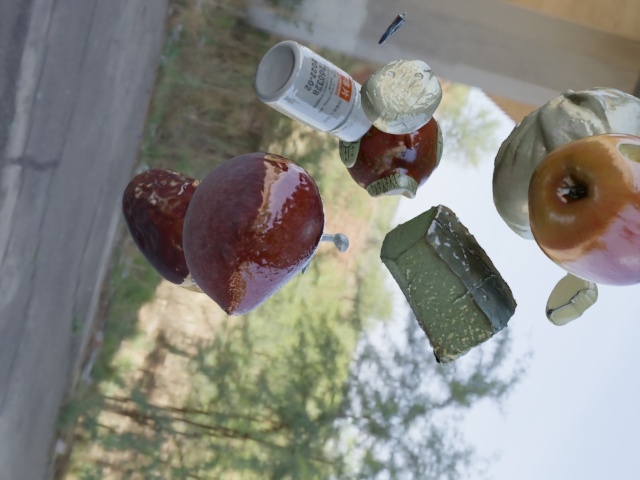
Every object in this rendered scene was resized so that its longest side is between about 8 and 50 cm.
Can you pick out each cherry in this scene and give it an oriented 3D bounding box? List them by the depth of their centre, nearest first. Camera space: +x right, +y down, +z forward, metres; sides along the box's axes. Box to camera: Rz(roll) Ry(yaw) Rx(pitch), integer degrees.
[{"bbox_3d":[-0.115,-0.016,1.521,0.206,0.239,0.239,61,14,-18],"label":"cherry"}]

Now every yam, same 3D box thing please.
[{"bbox_3d":[0.251,0.074,1.990,0.202,0.271,0.201,-33,-169,32],"label":"yam"}]

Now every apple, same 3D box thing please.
[{"bbox_3d":[0.453,-0.050,1.541,0.242,0.241,0.242,-24,-121,49],"label":"apple"}]

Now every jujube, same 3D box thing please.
[{"bbox_3d":[-0.282,-0.028,2.054,0.223,0.318,0.223,-27,134,-31],"label":"jujube"}]

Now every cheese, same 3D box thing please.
[{"bbox_3d":[0.589,0.097,2.295,0.127,0.050,0.255,-31,-163,33],"label":"cheese"}]

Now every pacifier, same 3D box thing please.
[{"bbox_3d":[0.000,0.000,2.024,0.127,0.117,0.150,147,-47,-74],"label":"pacifier"}]

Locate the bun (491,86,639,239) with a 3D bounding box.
[{"bbox_3d":[0.478,-0.158,1.881,0.365,0.365,0.219,109,-41,-66],"label":"bun"}]

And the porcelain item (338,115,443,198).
[{"bbox_3d":[0.167,-0.211,2.209,0.253,0.253,0.252,-165,-90,-88],"label":"porcelain item"}]

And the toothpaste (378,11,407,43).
[{"bbox_3d":[0.147,-0.434,2.027,0.083,0.019,0.027,-48,-163,10],"label":"toothpaste"}]

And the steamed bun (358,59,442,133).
[{"bbox_3d":[0.130,-0.228,1.611,0.112,0.130,0.091,61,-10,14],"label":"steamed bun"}]

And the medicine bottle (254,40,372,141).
[{"bbox_3d":[-0.007,-0.306,2.073,0.144,0.252,0.144,-21,-124,36],"label":"medicine bottle"}]
